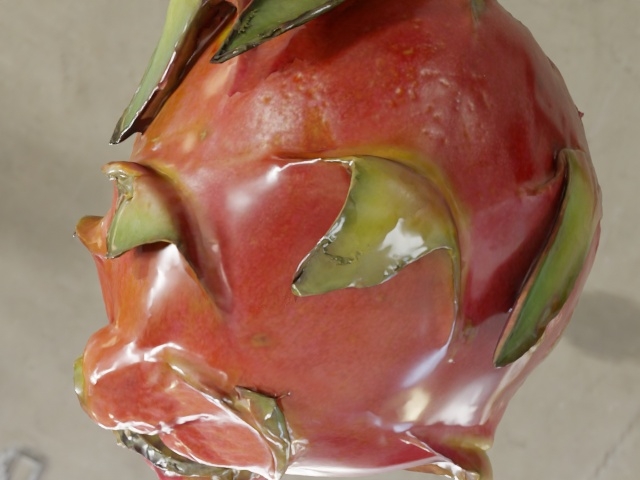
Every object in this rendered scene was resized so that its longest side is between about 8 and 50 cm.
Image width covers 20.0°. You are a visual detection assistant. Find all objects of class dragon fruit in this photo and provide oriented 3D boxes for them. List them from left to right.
[{"bbox_3d":[0.004,-0.004,0.740,0.224,0.227,0.224,20,150,13],"label":"dragon fruit"}]
